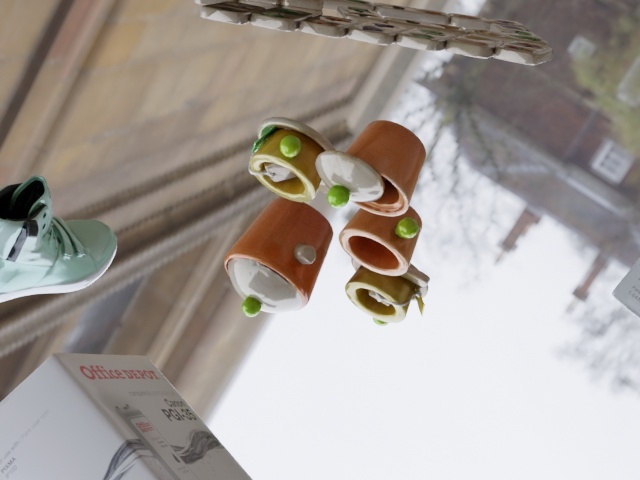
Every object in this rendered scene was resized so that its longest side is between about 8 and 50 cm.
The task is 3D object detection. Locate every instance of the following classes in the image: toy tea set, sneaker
[{"bbox_3d":[0.000,0.000,1.334,0.200,0.124,0.336,24,154,13],"label":"toy tea set"},{"bbox_3d":[-0.328,-0.014,1.752,0.094,0.151,0.256,41,-147,20],"label":"sneaker"}]

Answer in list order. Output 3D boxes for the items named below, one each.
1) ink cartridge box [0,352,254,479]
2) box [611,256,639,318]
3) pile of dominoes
[{"bbox_3d":[-0.148,0.236,1.258,0.283,0.117,0.207,47,-172,15],"label":"ink cartridge box"},{"bbox_3d":[0.376,0.066,1.265,0.182,0.119,0.181,40,-173,20],"label":"box"},{"bbox_3d":[0.039,-0.167,0.980,0.251,0.040,0.196,7,-165,-6],"label":"pile of dominoes"}]
